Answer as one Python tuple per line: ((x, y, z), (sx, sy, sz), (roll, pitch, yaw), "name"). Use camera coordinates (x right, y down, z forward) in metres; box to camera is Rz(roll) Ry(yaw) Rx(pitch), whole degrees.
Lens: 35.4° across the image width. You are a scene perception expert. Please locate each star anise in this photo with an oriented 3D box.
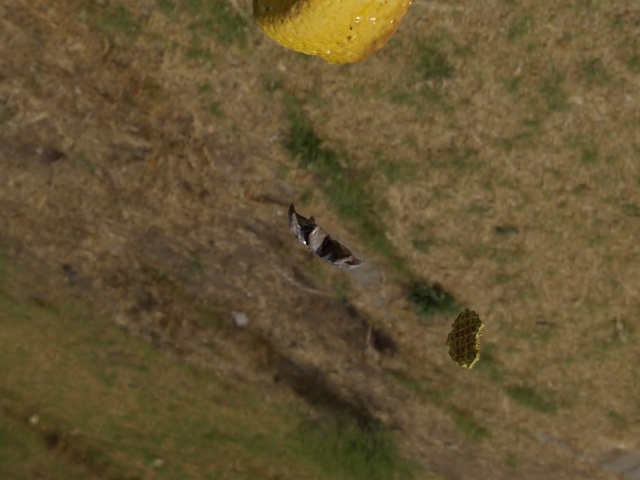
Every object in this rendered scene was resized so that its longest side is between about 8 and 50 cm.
((-0.002, 0.000, 1.487), (0.141, 0.042, 0.141), (40, -179, -1), "star anise")

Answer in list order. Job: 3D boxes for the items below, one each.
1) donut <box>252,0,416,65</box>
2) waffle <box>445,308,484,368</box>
((0.008, -0.496, 1.445), (0.163, 0.435, 0.377), (3, 145, -33), "donut")
((0.216, 0.144, 1.488), (0.016, 0.085, 0.078), (15, -174, -31), "waffle")
